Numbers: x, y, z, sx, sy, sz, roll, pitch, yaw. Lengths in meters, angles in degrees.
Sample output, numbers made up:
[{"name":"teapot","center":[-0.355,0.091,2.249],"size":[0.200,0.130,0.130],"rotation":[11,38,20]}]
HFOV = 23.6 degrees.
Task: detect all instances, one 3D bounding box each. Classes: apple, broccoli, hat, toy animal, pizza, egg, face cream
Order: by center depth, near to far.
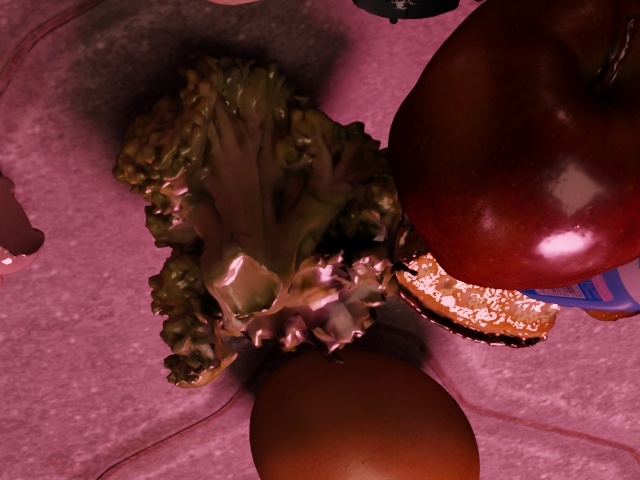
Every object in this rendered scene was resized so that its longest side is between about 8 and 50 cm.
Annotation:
[{"name":"apple","center":[0.213,-0.094,1.422],"size":[0.288,0.288,0.317],"rotation":[4,155,-23]},{"name":"hat","center":[0.085,-0.247,1.483],"size":[0.191,0.138,0.078],"rotation":[3,107,-11]},{"name":"broccoli","center":[-0.053,-0.016,1.540],"size":[0.293,0.281,0.347],"rotation":[-11,117,9]},{"name":"toy animal","center":[-0.398,0.019,1.604],"size":[0.212,0.124,0.124],"rotation":[-30,136,24]},{"name":"face cream","center":[0.296,0.005,1.635],"size":[0.083,0.264,0.149],"rotation":[-27,108,-33]},{"name":"pizza","center":[0.194,0.005,1.815],"size":[0.251,0.074,0.287],"rotation":[3,124,-20]},{"name":"egg","center":[0.052,0.262,1.891],"size":[0.250,0.250,0.322],"rotation":[-40,127,20]}]

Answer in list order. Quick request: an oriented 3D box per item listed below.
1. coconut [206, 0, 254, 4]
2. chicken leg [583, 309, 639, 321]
[{"name":"coconut","center":[-0.071,-0.284,1.381],"size":[0.147,0.147,0.152],"rotation":[10,120,-28]},{"name":"chicken leg","center":[0.383,0.026,1.824],"size":[0.322,0.083,0.177],"rotation":[-8,139,-56]}]
